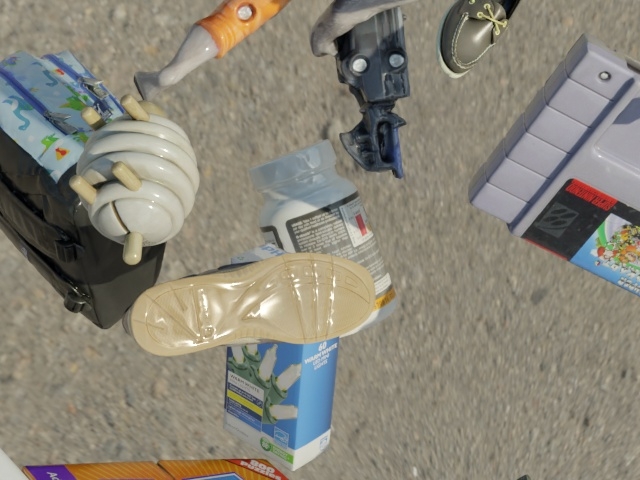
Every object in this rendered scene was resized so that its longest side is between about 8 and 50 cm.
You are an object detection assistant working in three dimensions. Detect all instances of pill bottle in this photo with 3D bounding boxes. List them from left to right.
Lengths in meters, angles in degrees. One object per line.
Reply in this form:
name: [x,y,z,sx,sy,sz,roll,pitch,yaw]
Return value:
pill bottle: [0.000,0.000,1.771,0.162,0.162,0.278,-20,97,1]

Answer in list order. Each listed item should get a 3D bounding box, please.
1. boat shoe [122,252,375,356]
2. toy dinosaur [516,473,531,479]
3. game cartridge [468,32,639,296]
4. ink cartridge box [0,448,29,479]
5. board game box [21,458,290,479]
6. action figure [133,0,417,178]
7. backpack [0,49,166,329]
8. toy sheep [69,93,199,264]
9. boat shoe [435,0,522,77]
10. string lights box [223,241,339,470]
boat shoe: [-0.079,0.068,1.289,0.285,0.092,0.102,-9,97,-25]
toy dinosaur: [0.161,0.233,0.565,0.164,0.321,0.218,13,36,-17]
game cartridge: [0.364,-0.047,1.269,0.355,0.230,0.068,25,31,-13]
ink cartridge box: [-0.165,0.213,0.483,0.197,0.272,0.114,38,44,27]
board game box: [-0.144,0.483,1.284,0.357,0.356,0.356,32,106,42]
action figure: [0.007,-0.202,0.950,0.330,0.178,0.341,-17,99,-16]
backpack: [-0.363,-0.103,1.612,0.356,0.290,0.273,30,58,23]
toy sheep: [-0.124,-0.041,0.792,0.091,0.091,0.132,0,56,7]
boat shoe: [0.237,-0.329,1.694,0.081,0.069,0.227,42,60,-23]
string lights box: [-0.050,0.148,1.516,0.133,0.259,0.077,24,32,35]
